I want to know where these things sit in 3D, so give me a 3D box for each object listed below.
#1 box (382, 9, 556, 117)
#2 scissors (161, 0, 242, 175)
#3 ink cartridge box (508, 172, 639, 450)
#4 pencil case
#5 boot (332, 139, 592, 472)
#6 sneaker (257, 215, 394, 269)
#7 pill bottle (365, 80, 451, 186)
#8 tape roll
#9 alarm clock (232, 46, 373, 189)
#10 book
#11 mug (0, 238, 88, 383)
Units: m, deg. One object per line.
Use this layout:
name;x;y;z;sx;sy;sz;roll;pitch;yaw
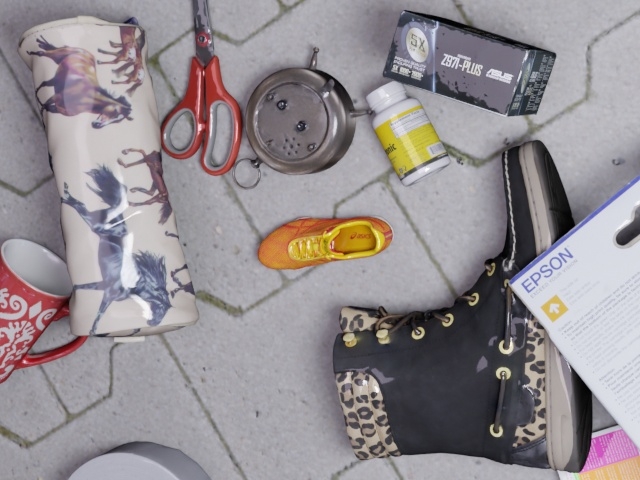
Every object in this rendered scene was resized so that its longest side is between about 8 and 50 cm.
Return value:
box;0.169;-0.196;1.613;0.147;0.180;0.077;21;102;17
scissors;-0.134;-0.231;1.804;0.109;0.021;0.297;12;98;20
ink cartridge box;0.421;0.071;1.497;0.324;0.071;0.330;-39;65;7
pencil case;-0.261;-0.068;1.791;0.160;0.183;0.410;-11;93;-8
boot;0.158;0.085;1.674;0.284;0.138;0.377;-6;96;21
sneaker;0.000;0.000;1.753;0.175;0.067;0.064;-12;93;22
pill bottle;0.100;-0.127;1.706;0.065;0.065;0.116;-28;85;20
tape roll;-0.233;0.373;1.869;0.219;0.072;0.219;2;95;19
alarm clock;-0.040;-0.131;1.758;0.192;0.064;0.129;-44;81;21
book;0.349;0.261;1.676;0.144;0.035;0.096;-20;85;20
mug;-0.393;0.109;1.880;0.150;0.113;0.169;42;110;13
